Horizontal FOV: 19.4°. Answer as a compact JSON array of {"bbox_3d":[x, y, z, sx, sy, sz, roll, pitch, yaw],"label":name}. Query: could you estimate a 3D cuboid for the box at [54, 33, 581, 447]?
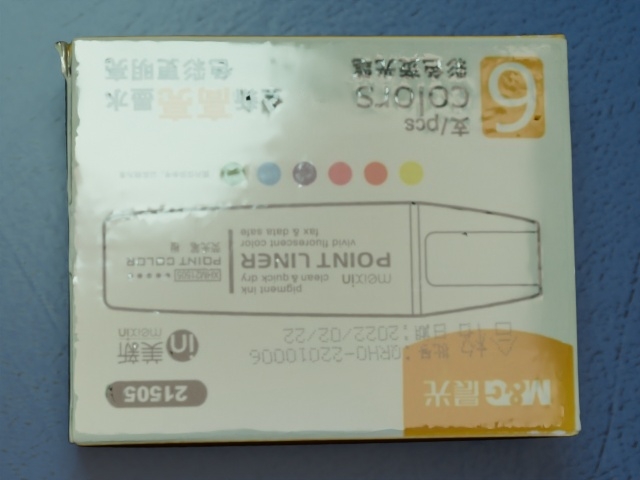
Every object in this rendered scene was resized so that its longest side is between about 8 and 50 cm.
[{"bbox_3d":[0.000,0.000,0.994,0.273,0.091,0.221,-3,85,-7],"label":"box"}]
